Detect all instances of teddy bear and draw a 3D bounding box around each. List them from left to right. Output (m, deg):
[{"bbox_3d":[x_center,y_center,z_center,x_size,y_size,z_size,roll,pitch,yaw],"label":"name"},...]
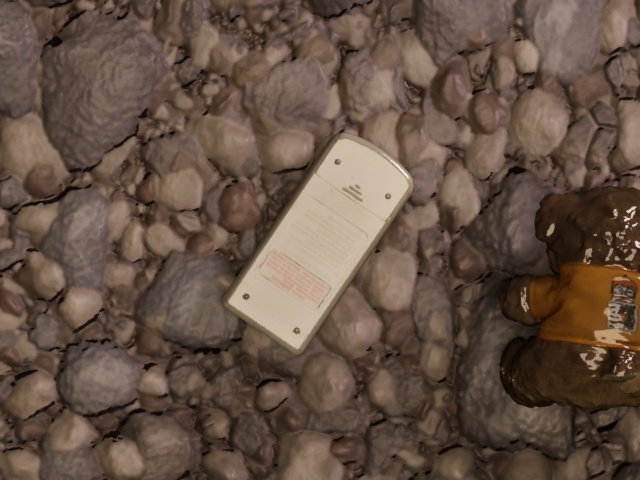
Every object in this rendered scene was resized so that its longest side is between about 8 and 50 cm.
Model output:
[{"bbox_3d":[0.239,0.049,1.311,0.177,0.140,0.190,3,86,3],"label":"teddy bear"}]

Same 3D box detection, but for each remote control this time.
[{"bbox_3d":[0.000,0.000,1.354,0.087,0.029,0.190,33,94,-2],"label":"remote control"}]
